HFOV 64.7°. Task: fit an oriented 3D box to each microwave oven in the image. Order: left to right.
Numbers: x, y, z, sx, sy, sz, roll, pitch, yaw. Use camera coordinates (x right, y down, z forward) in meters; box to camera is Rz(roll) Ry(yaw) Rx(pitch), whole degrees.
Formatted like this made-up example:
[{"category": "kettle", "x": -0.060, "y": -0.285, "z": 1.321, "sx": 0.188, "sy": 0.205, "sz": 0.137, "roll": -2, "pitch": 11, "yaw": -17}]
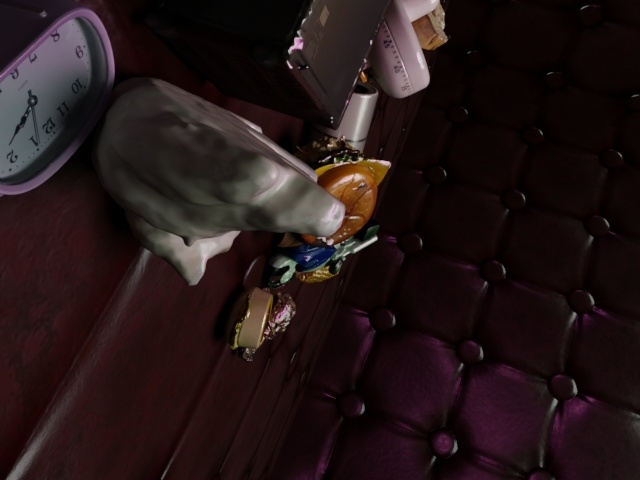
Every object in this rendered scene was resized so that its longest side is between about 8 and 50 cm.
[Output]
[{"category": "microwave oven", "x": -0.038, "y": -0.272, "z": 0.525, "sx": 0.247, "sy": 0.188, "sz": 0.178, "roll": -66, "pitch": 164, "yaw": -2}]

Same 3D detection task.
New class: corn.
[{"category": "corn", "x": -0.006, "y": 0.070, "z": 1.494, "sx": 0.318, "sy": 0.115, "sz": 0.115, "roll": -4, "pitch": 113, "yaw": -78}]

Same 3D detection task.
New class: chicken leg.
[{"category": "chicken leg", "x": -0.134, "y": 0.204, "z": 1.206, "sx": 0.196, "sy": 0.081, "sz": 0.125, "roll": -58, "pitch": 155, "yaw": -23}]

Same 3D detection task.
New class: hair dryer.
[{"category": "hair dryer", "x": 0.064, "y": -0.300, "z": 1.201, "sx": 0.362, "sy": 0.128, "sz": 0.203, "roll": -68, "pitch": 172, "yaw": -59}]

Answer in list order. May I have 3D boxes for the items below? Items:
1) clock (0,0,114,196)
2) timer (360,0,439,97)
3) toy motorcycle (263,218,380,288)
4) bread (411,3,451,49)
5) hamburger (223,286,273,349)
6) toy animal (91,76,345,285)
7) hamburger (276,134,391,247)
[{"category": "clock", "x": -0.204, "y": -0.094, "z": 0.354, "sx": 0.110, "sy": 0.050, "sz": 0.152, "roll": 92, "pitch": 21, "yaw": -59}, {"category": "timer", "x": 0.191, "y": -0.461, "z": 1.175, "sx": 0.233, "sy": 0.240, "sz": 0.233, "roll": 60, "pitch": 14, "yaw": -26}, {"category": "toy motorcycle", "x": 0.000, "y": 0.000, "z": 1.235, "sx": 0.331, "sy": 0.125, "sz": 0.196, "roll": -27, "pitch": 149, "yaw": -36}, {"category": "bread", "x": 0.268, "y": -0.621, "z": 1.343, "sx": 0.183, "sy": 0.211, "sz": 0.224, "roll": -43, "pitch": 157, "yaw": -53}, {"category": "hamburger", "x": -0.147, "y": 0.158, "z": 1.018, "sx": 0.141, "sy": 0.082, "sz": 0.126, "roll": -76, "pitch": -179, "yaw": -56}, {"category": "toy animal", "x": -0.111, "y": -0.034, "z": 0.477, "sx": 0.188, "sy": 0.308, "sz": 0.266, "roll": -51, "pitch": 148, "yaw": 5}, {"category": "hamburger", "x": 0.006, "y": -0.090, "z": 1.017, "sx": 0.243, "sy": 0.138, "sz": 0.261, "roll": -8, "pitch": 134, "yaw": -38}]
